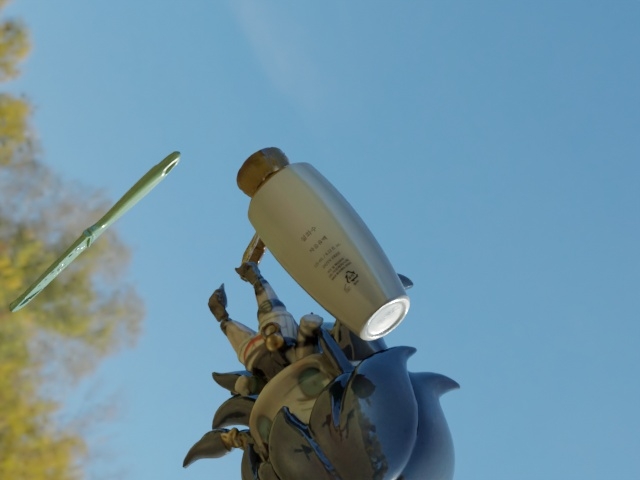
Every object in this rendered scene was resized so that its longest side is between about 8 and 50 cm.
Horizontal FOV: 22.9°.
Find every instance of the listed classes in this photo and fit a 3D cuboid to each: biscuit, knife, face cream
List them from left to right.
[{"bbox_3d":[-0.200,-0.008,1.402,0.014,0.207,0.030,47,4,6],"label":"knife"},{"bbox_3d":[-0.062,0.009,1.551,0.092,0.016,0.082,132,-19,-71],"label":"biscuit"},{"bbox_3d":[0.000,0.000,1.221,0.182,0.072,0.051,49,6,32],"label":"face cream"}]

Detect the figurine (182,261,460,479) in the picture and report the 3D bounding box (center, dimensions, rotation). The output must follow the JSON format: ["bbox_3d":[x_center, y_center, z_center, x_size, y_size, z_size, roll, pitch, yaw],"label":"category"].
[{"bbox_3d":[0.007,0.136,1.277,0.265,0.197,0.175,-95,-157,-51],"label":"figurine"}]
